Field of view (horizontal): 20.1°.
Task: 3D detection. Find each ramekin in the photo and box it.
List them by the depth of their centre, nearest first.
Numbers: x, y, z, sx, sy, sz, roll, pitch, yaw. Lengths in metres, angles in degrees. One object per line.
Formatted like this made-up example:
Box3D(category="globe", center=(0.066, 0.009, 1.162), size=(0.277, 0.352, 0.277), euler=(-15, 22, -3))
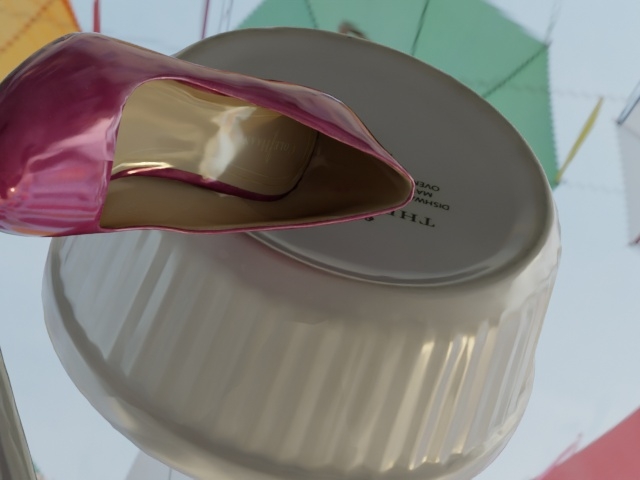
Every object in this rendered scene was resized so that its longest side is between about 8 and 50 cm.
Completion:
Box3D(category="ramekin", center=(0.000, 0.000, 0.935), size=(0.273, 0.127, 0.273), euler=(13, -142, -10))

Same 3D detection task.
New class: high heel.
Box3D(category="high heel", center=(-0.047, -0.028, 0.733), size=(0.117, 0.244, 0.082), euler=(21, -81, 16))

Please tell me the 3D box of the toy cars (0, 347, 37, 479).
Box3D(category="toy cars", center=(-0.065, 0.120, 0.495), size=(0.394, 0.087, 0.176), euler=(30, -120, -15))
